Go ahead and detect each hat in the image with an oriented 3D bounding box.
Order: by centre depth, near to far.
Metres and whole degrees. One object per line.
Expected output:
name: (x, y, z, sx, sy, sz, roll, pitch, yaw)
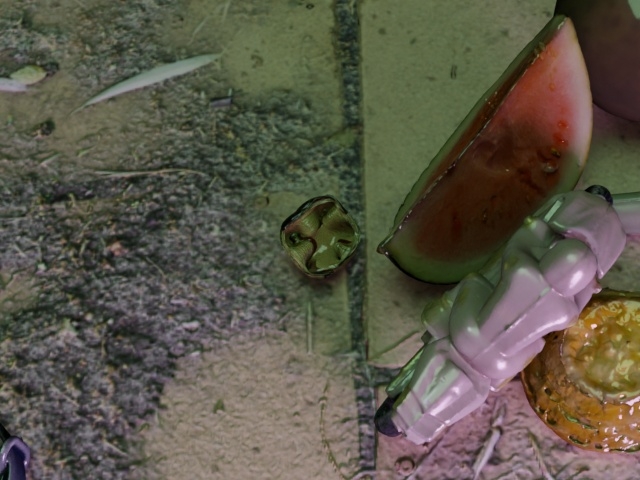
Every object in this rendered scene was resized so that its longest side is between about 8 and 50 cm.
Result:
hat: (0.000, -0.001, 1.485, 0.077, 0.059, 0.076, -39, 81, -8)

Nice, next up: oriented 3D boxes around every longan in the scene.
longan: (0.341, -0.226, 1.490, 0.196, 0.196, 0.220, -22, 70, -5)

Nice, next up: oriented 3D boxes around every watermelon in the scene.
watermelon: (0.165, -0.086, 1.472, 0.303, 0.159, 0.128, -51, 41, -5)

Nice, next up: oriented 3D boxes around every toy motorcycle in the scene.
toy motorcycle: (0.183, 0.060, 1.341, 0.108, 0.223, 0.341, 45, 78, -3)

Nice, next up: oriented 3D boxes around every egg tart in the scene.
egg tart: (0.288, 0.120, 1.383, 0.191, 0.074, 0.191, -3, 63, 7)

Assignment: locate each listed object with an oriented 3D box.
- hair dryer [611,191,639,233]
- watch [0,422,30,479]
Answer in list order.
hair dryer: (0.396, -0.070, 1.477, 0.219, 0.088, 0.225, -17, 49, 2)
watch: (-0.384, 0.248, 1.394, 0.206, 0.068, 0.193, -35, 68, -8)
